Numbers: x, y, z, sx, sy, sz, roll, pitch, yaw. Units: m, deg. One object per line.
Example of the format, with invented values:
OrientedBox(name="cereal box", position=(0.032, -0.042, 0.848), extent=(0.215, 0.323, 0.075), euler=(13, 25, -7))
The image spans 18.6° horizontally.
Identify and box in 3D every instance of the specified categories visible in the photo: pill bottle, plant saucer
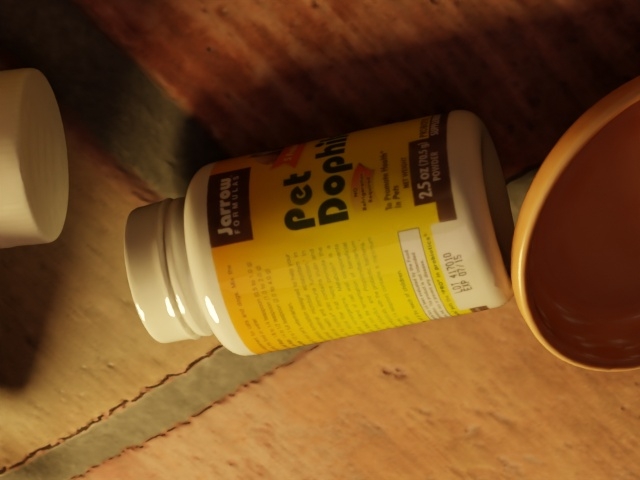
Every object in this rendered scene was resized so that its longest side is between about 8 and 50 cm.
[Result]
OrientedBox(name="pill bottle", position=(-0.264, -0.038, 1.121), extent=(0.221, 0.121, 0.121), euler=(-5, 128, 8))
OrientedBox(name="plant saucer", position=(0.192, -0.017, 1.115), extent=(0.200, 0.037, 0.200), euler=(-15, 126, -21))
OrientedBox(name="pill bottle", position=(0.000, 0.000, 1.135), extent=(0.215, 0.117, 0.117), euler=(-12, 127, 13))
